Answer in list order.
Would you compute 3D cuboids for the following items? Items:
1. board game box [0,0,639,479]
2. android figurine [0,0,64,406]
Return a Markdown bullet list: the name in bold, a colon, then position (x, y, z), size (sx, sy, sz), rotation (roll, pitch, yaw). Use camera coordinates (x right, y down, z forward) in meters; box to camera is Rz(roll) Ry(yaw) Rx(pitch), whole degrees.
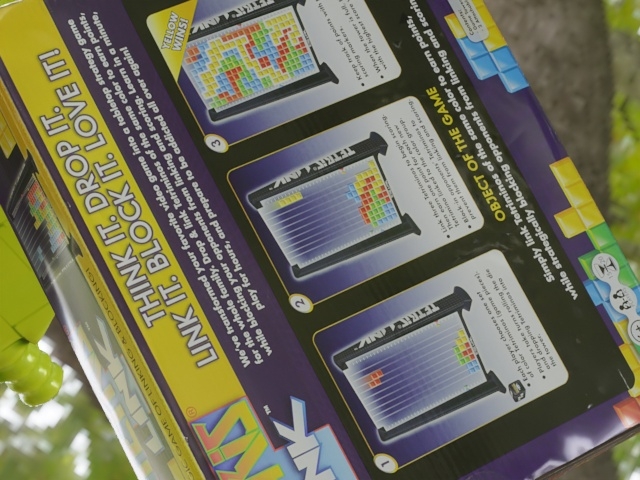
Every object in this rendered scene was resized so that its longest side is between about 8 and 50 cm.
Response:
- **board game box**: position (0.000, 0.000, 0.526), size (0.170, 0.141, 0.048), rotation (63, -26, 9)
- **android figurine**: position (-0.194, -0.011, 0.679), size (0.248, 0.056, 0.273), rotation (-30, -51, 5)
